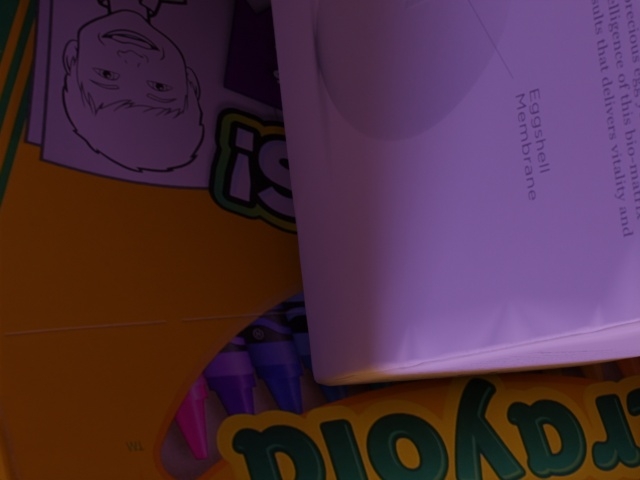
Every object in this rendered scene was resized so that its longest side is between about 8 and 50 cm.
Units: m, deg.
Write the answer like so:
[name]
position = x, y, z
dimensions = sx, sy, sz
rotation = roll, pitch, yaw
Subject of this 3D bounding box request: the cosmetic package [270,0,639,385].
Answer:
[cosmetic package]
position = 0.101, -0.078, 0.640
dimensions = 0.138, 0.224, 0.225
rotation = -2, 172, -33

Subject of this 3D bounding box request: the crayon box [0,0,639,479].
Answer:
[crayon box]
position = 0.000, 0.000, 0.789
dimensions = 0.363, 0.313, 0.106
rotation = -2, 150, -34
